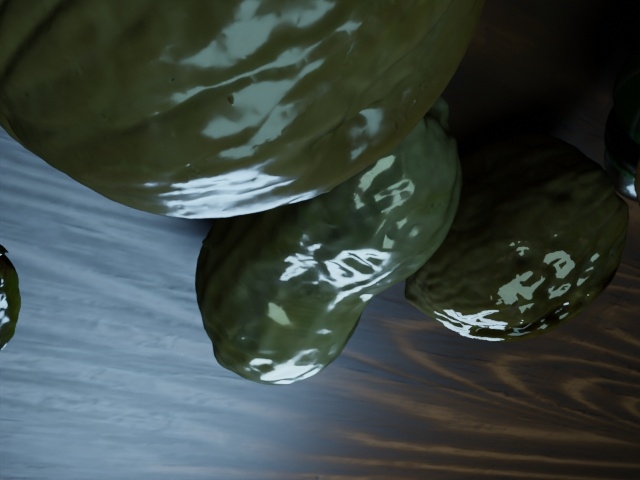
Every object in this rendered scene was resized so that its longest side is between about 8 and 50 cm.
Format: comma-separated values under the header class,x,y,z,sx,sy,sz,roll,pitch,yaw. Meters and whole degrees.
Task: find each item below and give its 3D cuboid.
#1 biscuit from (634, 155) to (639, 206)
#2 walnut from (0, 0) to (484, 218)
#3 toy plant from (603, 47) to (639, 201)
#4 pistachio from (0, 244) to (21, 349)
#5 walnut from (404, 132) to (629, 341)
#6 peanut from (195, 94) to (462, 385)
class,x,y,z,sx,sy,sz,roll,pitch,yaw
biscuit,0.413,-0.159,0.970,0.455,0.078,0.350,-39,156,-10
walnut,-0.038,-0.127,0.589,0.261,0.225,0.225,-30,152,-6
toy plant,0.271,-0.097,1.027,0.093,0.093,0.162,-23,152,-9
pistachio,-0.245,0.046,0.860,0.089,0.049,0.173,19,133,-24
walnut,0.147,0.001,1.028,0.184,0.155,0.155,-33,152,-1
peanut,0.000,0.000,0.911,0.149,0.149,0.313,-5,145,-35
